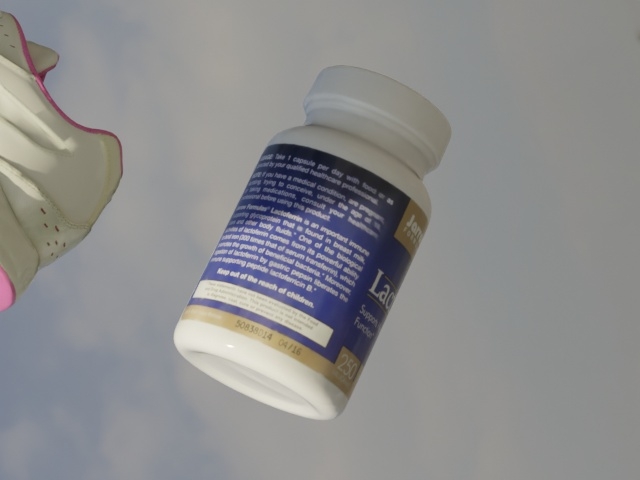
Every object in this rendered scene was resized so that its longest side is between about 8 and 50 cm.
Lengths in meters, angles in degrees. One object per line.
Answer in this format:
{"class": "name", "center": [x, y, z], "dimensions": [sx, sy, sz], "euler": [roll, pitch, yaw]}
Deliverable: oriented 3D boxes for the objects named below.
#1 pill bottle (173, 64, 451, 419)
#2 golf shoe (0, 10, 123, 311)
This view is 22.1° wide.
{"class": "pill bottle", "center": [0.000, 0.000, 1.341], "dimensions": [0.265, 0.153, 0.153], "euler": [-65, -31, -15]}
{"class": "golf shoe", "center": [-0.241, -0.103, 0.954], "dimensions": [0.140, 0.115, 0.306], "euler": [-38, -93, -28]}
